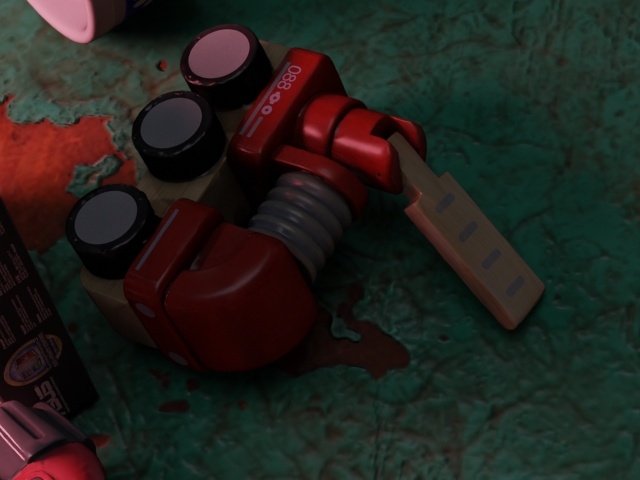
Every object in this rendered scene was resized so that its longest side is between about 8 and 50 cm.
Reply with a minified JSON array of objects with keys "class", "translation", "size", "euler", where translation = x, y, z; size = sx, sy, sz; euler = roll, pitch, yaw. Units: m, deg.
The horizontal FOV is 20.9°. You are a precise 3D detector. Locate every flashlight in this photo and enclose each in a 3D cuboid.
[{"class":"flashlight","translation":[-0.099,0.220,1.018],"size":[0.304,0.103,0.103],"euler":[38,37,23]}]

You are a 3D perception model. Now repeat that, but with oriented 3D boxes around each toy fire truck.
[{"class":"toy fire truck","translation":[0.000,0.000,1.121],"size":[0.246,0.158,0.217],"euler":[17,62,30]}]

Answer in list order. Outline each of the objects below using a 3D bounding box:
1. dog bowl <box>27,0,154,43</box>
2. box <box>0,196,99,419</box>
[{"class":"dog bowl","translation":[-0.196,-0.279,1.240],"size":[0.104,0.265,0.265],"euler":[-34,59,-14]},{"class":"box","translation":[-0.248,-0.017,1.082],"size":[0.060,0.270,0.216],"euler":[-36,60,-14]}]
